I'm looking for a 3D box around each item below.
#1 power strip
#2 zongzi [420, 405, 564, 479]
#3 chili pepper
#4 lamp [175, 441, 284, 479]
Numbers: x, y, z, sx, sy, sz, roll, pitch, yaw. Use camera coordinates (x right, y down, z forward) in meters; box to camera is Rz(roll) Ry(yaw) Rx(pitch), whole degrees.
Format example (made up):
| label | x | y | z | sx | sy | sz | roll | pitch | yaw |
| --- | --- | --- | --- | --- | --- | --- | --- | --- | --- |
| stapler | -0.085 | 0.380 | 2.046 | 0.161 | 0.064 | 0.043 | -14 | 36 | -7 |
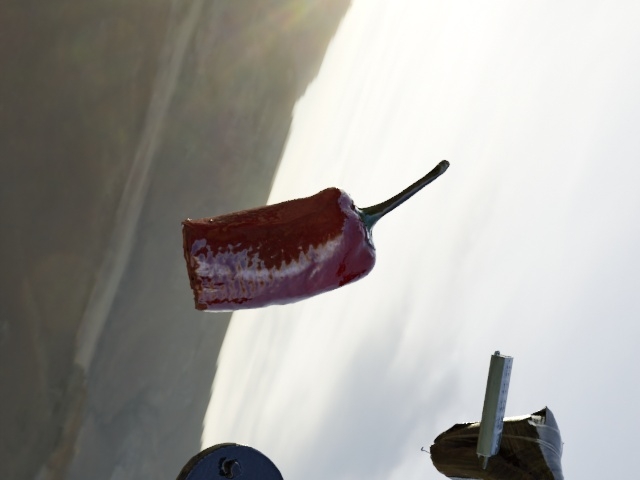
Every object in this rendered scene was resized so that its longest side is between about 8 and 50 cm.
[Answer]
| label | x | y | z | sx | sy | sz | roll | pitch | yaw |
| --- | --- | --- | --- | --- | --- | --- | --- | --- | --- |
| power strip | 0.200 | 0.195 | 1.150 | 0.051 | 0.019 | 0.136 | 18 | 81 | -68 |
| zongzi | 0.227 | 0.307 | 1.306 | 0.184 | 0.187 | 0.084 | -76 | 150 | -61 |
| chili pepper | 0.000 | 0.003 | 1.242 | 0.134 | 0.338 | 0.131 | 168 | -91 | -82 |
| lamp | -0.016 | 0.284 | 0.762 | 0.371 | 0.130 | 0.109 | 31 | -53 | 56 |
